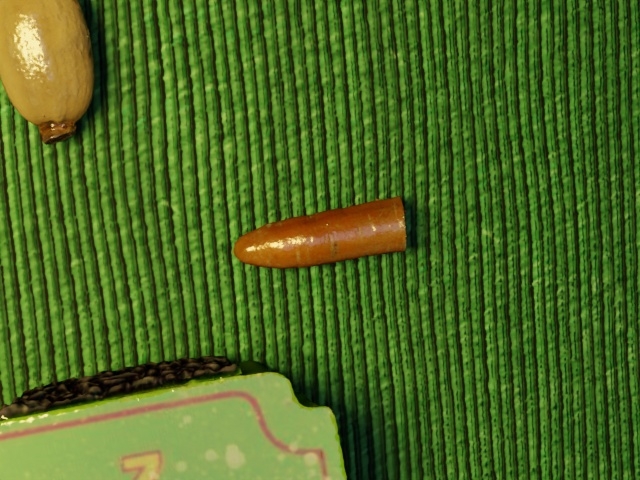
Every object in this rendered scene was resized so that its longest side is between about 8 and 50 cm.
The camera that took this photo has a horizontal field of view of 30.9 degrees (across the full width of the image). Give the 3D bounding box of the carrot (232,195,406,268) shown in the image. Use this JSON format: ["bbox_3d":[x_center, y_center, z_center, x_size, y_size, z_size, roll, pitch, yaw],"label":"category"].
[{"bbox_3d":[0.000,0.000,0.914,0.139,0.048,0.048,-11,98,-6],"label":"carrot"}]

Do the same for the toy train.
[{"bbox_3d":[-0.114,0.215,0.863,0.307,0.173,0.249,-10,89,-8],"label":"toy train"}]

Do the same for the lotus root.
[{"bbox_3d":[-0.206,-0.146,0.856,0.073,0.062,0.150,-13,99,-8],"label":"lotus root"}]
